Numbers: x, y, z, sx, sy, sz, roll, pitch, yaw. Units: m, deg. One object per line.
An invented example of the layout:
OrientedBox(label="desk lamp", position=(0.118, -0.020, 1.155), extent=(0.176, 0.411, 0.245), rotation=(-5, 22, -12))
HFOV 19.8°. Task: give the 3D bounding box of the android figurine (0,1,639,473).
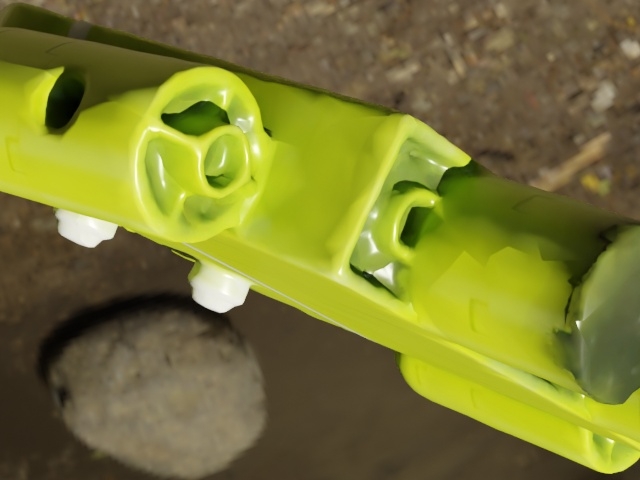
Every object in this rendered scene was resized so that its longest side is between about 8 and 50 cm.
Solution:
OrientedBox(label="android figurine", position=(0.000, 0.000, 0.523), extent=(0.248, 0.273, 0.056), rotation=(30, 82, -48))
